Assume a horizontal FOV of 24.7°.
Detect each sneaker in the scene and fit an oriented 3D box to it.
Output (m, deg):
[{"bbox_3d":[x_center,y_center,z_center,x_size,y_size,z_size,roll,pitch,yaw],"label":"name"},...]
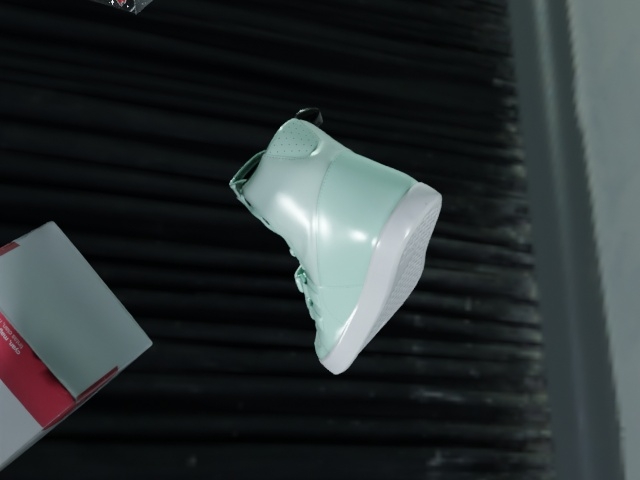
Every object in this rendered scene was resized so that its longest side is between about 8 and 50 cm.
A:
[{"bbox_3d":[0.000,-0.001,1.138,0.151,0.094,0.256,34,149,12],"label":"sneaker"}]

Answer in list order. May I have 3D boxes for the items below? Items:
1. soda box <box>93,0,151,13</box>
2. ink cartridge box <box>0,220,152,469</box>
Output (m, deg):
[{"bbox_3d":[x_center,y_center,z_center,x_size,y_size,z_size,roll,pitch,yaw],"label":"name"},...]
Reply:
[{"bbox_3d":[-0.129,-0.254,1.199,0.053,0.169,0.060,20,135,21],"label":"soda box"},{"bbox_3d":[-0.247,0.098,1.103,0.176,0.128,0.127,-40,91,25],"label":"ink cartridge box"}]
